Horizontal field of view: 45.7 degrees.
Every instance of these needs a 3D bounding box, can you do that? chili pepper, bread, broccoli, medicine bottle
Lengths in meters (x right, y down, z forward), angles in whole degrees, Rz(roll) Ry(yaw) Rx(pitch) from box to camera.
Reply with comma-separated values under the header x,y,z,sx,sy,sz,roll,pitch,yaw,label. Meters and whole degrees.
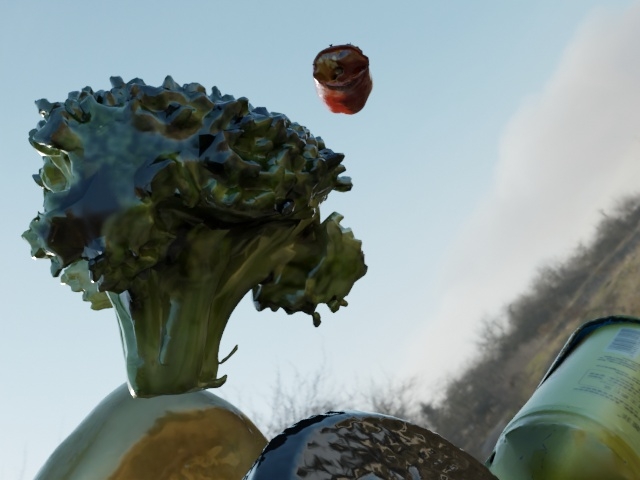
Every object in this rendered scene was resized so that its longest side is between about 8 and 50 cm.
x,y,z,sx,sy,sz,roll,pitch,yaw,label
0.038,-0.242,1.197,0.192,0.086,0.084,59,-126,-78,chili pepper
-0.251,0.412,1.108,0.376,0.348,0.253,-54,9,-30,bread
-0.150,0.003,0.713,0.348,0.280,0.293,-13,-13,31,broccoli
0.217,0.153,0.592,0.239,0.124,0.124,-24,-31,-51,medicine bottle

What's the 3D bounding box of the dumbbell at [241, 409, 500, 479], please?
x,y,z,sx,sy,sz,roll,pitch,yaw,label
-0.020,0.272,0.431,0.322,0.204,0.204,-57,-19,24,dumbbell
